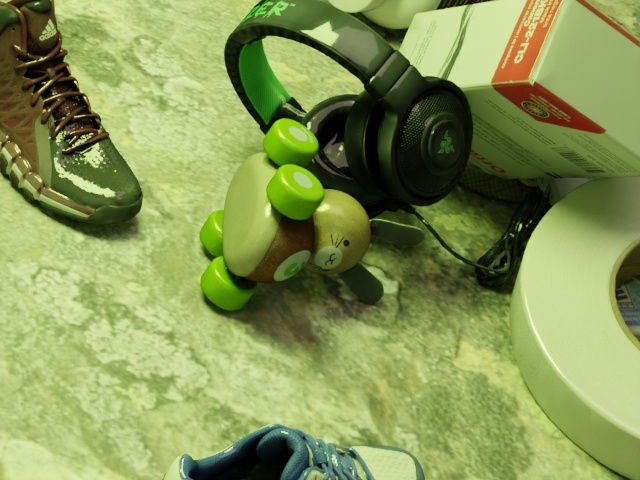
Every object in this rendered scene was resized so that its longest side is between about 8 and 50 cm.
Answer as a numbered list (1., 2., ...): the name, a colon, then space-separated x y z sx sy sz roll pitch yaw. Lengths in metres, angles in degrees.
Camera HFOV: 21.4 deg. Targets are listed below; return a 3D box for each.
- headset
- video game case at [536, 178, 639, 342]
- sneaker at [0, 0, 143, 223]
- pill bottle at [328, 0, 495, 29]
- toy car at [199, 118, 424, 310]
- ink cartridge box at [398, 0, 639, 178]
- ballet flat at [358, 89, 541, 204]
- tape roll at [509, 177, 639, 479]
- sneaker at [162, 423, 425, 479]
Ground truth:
1. headset: 0.078 -0.111 1.765 0.394 0.243 0.185 47 65 -15
2. video game case: 0.421 -0.005 1.902 0.329 0.036 0.300 0 49 -18
3. sneaker: -0.270 -0.148 1.671 0.281 0.162 0.106 39 38 22
4. pill bottle: 0.153 -0.370 2.188 0.323 0.181 0.181 -14 49 -41
5. toy car: 0.000 0.000 1.656 0.188 0.155 0.149 23 33 -22
6. ink cartridge box: 0.222 -0.156 1.782 0.197 0.114 0.273 31 -15 -28
7. ballet flat: 0.154 -0.114 1.957 0.250 0.058 0.084 26 36 4
8. tape roll: 0.386 0.087 1.720 0.392 0.072 0.392 4 49 -5
9. sneaker: -0.012 0.208 1.377 0.296 0.131 0.112 -12 46 -41
